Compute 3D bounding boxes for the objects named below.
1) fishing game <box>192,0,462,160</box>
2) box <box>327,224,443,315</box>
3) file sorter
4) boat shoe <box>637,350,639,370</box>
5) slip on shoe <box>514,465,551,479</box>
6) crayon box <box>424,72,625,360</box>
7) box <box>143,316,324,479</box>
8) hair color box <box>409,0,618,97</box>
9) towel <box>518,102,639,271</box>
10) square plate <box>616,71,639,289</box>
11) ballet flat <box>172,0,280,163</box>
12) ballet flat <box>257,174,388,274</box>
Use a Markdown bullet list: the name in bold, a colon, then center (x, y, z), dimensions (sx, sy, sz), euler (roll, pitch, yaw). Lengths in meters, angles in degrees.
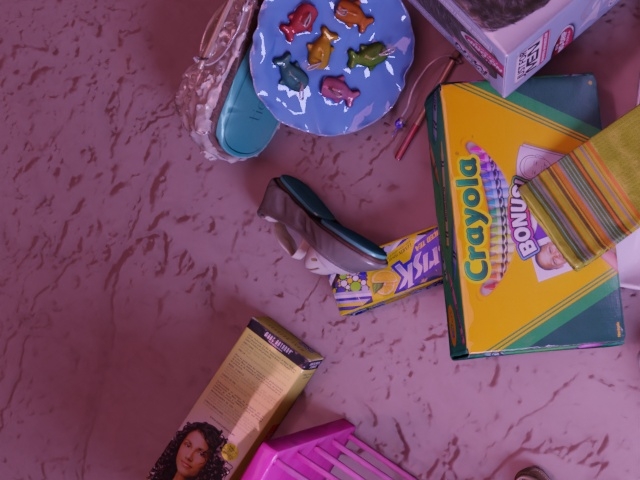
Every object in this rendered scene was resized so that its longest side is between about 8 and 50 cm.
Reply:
- **fishing game**: center (0.017, -0.199, 1.699), dimensions (0.264, 0.041, 0.189), euler (27, 97, -20)
- **box**: center (0.095, 0.027, 1.726), dimensions (0.169, 0.054, 0.059), euler (-21, 82, 17)
- **file sorter**: center (0.008, 0.322, 1.617), dimensions (0.182, 0.290, 0.202), euler (32, 97, 14)
- **boat shoe**: center (0.394, 0.214, 1.610), dimensions (0.084, 0.095, 0.258), euler (-29, 74, 43)
- **slip on shoe**: center (0.246, 0.294, 1.668), dimensions (0.051, 0.041, 0.135), euler (-35, 77, 13)
- **crayon box**: center (0.205, -0.023, 1.643), dimensions (0.165, 0.081, 0.278), euler (-5, 83, -9)
- **box**: center (-0.097, 0.201, 1.778), dimensions (0.087, 0.058, 0.232), euler (35, 97, 17)
- **hair color box**: center (0.259, -0.339, 1.604), dimensions (0.374, 0.113, 0.185), euler (-41, 75, -7)
- **towel**: center (0.317, -0.077, 1.591), dimensions (0.237, 0.021, 0.102), euler (-36, 85, -2)
- **square plate**: center (0.484, -0.100, 1.608), dimensions (0.347, 0.049, 0.344), euler (8, 90, 18)
- **ballet flat**: center (-0.044, -0.280, 1.756), dimensions (0.147, 0.147, 0.409), euler (34, 96, 17)
- **ballet flat**: center (0.000, 0.000, 1.718), dimensions (0.213, 0.072, 0.068), euler (42, 107, 49)
